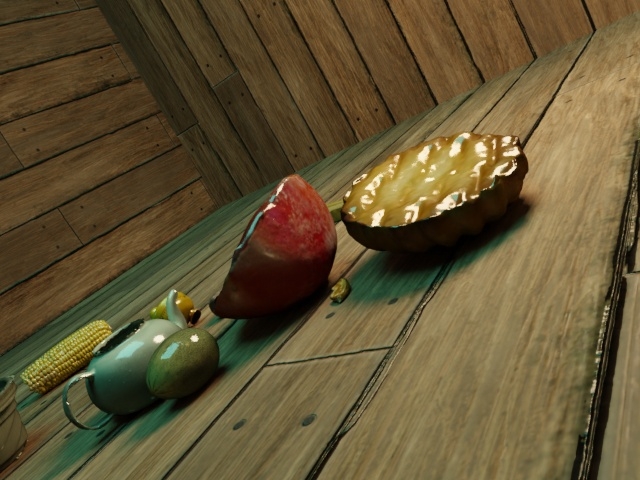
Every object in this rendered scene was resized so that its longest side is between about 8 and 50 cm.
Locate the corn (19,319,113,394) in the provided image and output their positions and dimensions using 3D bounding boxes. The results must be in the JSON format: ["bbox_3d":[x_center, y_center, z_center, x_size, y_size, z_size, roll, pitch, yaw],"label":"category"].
[{"bbox_3d":[-0.668,0.307,1.476,0.244,0.093,0.093,-35,14,-24],"label":"corn"}]

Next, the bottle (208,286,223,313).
[{"bbox_3d":[-0.199,0.118,1.263,0.053,0.053,0.140,-21,14,33],"label":"bottle"}]

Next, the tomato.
[{"bbox_3d":[-0.063,0.035,1.036,0.309,0.170,0.308,-155,90,-87],"label":"tomato"}]

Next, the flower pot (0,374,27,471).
[{"bbox_3d":[-0.668,0.384,1.069,0.236,0.140,0.235,-28,15,8],"label":"flower pot"}]

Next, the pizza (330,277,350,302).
[{"bbox_3d":[0.035,0.086,0.957,0.037,0.016,0.083,-25,17,15],"label":"pizza"}]

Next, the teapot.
[{"bbox_3d":[-0.330,0.217,0.993,0.193,0.129,0.294,-20,16,41],"label":"teapot"}]

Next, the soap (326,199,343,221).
[{"bbox_3d":[0.058,-0.088,1.538,0.252,0.037,0.092,-16,17,49],"label":"soap"}]

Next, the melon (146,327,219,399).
[{"bbox_3d":[-0.222,0.200,0.896,0.098,0.098,0.130,-13,28,52],"label":"melon"}]

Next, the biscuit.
[{"bbox_3d":[0.193,-0.080,0.956,0.326,0.107,0.325,-19,25,10],"label":"biscuit"}]

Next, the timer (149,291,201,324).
[{"bbox_3d":[-0.348,0.167,1.275,0.107,0.109,0.107,-53,-18,-26],"label":"timer"}]
